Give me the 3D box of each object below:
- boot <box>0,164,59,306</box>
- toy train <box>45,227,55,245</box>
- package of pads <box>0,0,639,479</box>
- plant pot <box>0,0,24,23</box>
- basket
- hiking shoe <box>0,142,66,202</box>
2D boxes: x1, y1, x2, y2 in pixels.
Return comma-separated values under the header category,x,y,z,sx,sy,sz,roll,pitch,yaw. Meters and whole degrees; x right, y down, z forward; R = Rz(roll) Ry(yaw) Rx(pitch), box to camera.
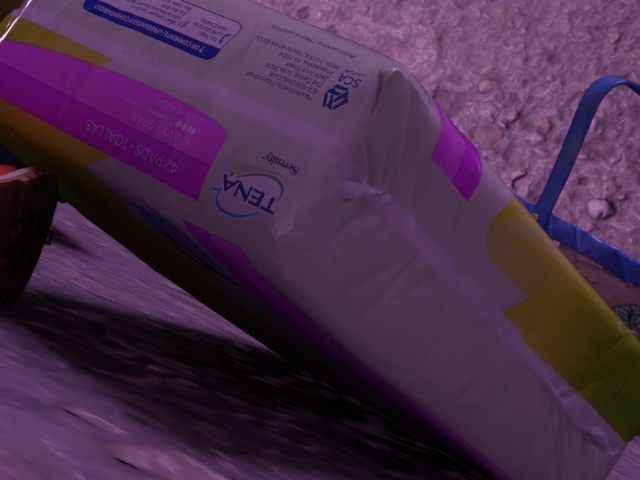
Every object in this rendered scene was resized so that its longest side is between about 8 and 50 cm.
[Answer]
category,x,y,z,sx,sy,sz,roll,pitch,yaw
boot,-0.160,-0.013,0.587,0.084,0.059,0.158,20,3,12
toy train,-0.205,-0.025,0.740,0.158,0.027,0.036,21,-7,-35
package of pads,0.000,0.000,0.680,0.229,0.101,0.296,27,-12,42
plant pot,-0.294,-0.215,1.244,0.275,0.275,0.293,26,-1,33
basket,0.290,0.015,1.400,0.255,0.289,0.201,21,4,-31
hiking shoe,-0.234,-0.097,0.983,0.132,0.113,0.304,9,3,-32
